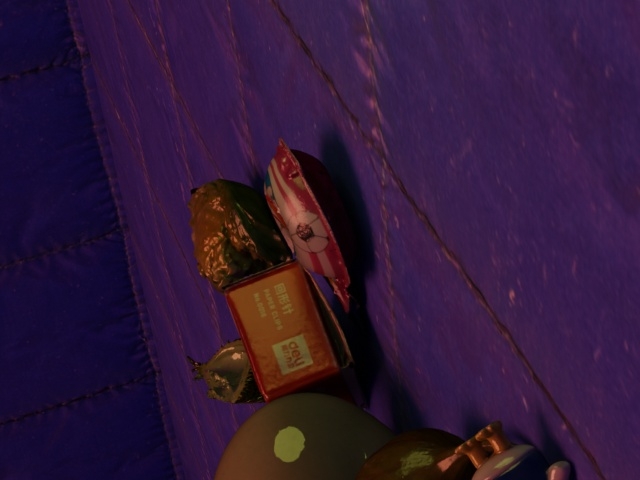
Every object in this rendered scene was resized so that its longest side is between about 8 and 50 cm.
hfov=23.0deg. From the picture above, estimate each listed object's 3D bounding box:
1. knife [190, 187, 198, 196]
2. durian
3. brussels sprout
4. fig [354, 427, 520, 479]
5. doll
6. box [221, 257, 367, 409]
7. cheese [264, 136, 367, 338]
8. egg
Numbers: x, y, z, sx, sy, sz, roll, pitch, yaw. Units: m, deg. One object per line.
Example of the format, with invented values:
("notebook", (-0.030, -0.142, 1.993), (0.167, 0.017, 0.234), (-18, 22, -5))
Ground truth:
("knife", (-0.150, -0.041, 2.279), (0.245, 0.019, 0.072), (-162, 55, -74))
("durian", (-0.127, 0.193, 2.295), (0.215, 0.100, 0.086), (-154, 51, -66))
("brussels sprout", (-0.104, -0.010, 1.928), (0.181, 0.100, 0.139), (-126, 32, -61))
("fig", (0.103, 0.193, 1.248), (0.124, 0.124, 0.236), (69, 153, 19))
("doll", (0.150, 0.196, 1.113), (0.099, 0.057, 0.143), (-38, 77, 37))
("box", (-0.022, 0.115, 1.638), (0.182, 0.099, 0.133), (69, 178, -66))
("cheese", (0.000, 0.000, 1.533), (0.155, 0.062, 0.244), (58, 172, 45))
("egg", (0.003, 0.278, 1.521), (0.269, 0.219, 0.219), (63, 172, -17))
